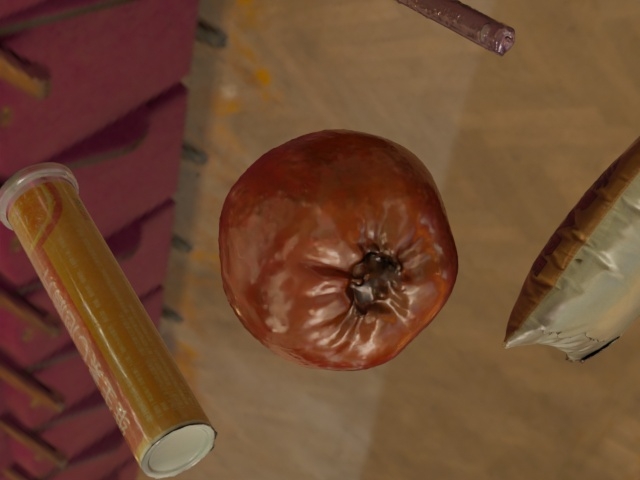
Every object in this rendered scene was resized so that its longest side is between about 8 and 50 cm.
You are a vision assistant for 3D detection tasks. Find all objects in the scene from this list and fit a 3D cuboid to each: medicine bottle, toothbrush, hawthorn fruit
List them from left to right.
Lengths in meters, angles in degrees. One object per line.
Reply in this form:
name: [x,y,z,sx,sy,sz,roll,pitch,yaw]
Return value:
medicine bottle: [-0.254,0.083,1.550,0.426,0.108,0.108,54,164,34]
hawthorn fruit: [0.000,0.000,1.057,0.196,0.196,0.225,51,174,-26]
toothbrush: [0.047,-0.216,1.086,0.029,0.024,0.354,10,-161,-35]

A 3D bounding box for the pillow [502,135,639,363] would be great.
pillow: [0.340,0.008,1.493,0.119,0.310,0.312,43,-170,22]
